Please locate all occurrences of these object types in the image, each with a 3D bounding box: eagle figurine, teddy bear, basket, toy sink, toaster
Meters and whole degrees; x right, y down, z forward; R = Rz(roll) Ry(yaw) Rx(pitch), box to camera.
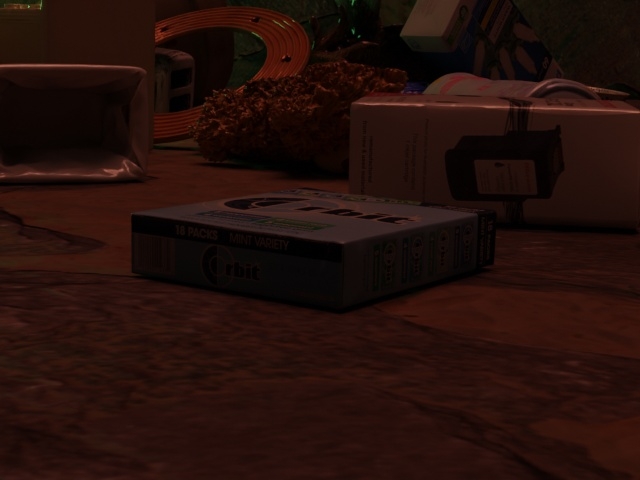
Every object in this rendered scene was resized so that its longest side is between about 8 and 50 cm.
[{"bbox_3d":[0.096,-0.247,1.846,0.298,0.226,0.225,2,-33,-44],"label":"eagle figurine"},{"bbox_3d":[-0.025,-0.128,1.461,0.245,0.113,0.338,3,-1,-42],"label":"teddy bear"},{"bbox_3d":[-0.264,-0.117,1.252,0.167,0.113,0.103,-2,8,-26],"label":"basket"},{"bbox_3d":[-0.298,-0.224,1.526,0.152,0.234,0.131,-8,14,-43],"label":"toy sink"},{"bbox_3d":[-0.280,-0.232,1.912,0.146,0.129,0.227,6,10,10],"label":"toaster"}]

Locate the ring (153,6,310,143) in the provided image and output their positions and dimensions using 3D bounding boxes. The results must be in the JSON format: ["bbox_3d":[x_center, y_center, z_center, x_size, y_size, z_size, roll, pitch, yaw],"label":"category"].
[{"bbox_3d":[-0.175,-0.224,1.730,0.336,0.032,0.337,-10,36,7],"label":"ring"}]

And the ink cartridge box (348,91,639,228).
[{"bbox_3d":[0.150,-0.073,1.096,0.237,0.100,0.172,3,10,7],"label":"ink cartridge box"}]

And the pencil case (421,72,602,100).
[{"bbox_3d":[0.200,-0.121,1.359,0.124,0.114,0.273,-8,11,-19],"label":"pencil case"}]

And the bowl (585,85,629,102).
[{"bbox_3d":[0.390,-0.201,1.975,0.170,0.080,0.170,6,10,-1],"label":"bowl"}]

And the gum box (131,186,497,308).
[{"bbox_3d":[0.000,0.000,0.802,0.157,0.041,0.184,8,12,33],"label":"gum box"}]

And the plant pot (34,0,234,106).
[{"bbox_3d":[-0.360,-0.354,2.223,0.280,0.323,0.323,-26,24,-36],"label":"plant pot"}]

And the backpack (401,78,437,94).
[{"bbox_3d":[0.138,-0.161,1.647,0.120,0.098,0.101,2,13,-5],"label":"backpack"}]

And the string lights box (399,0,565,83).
[{"bbox_3d":[0.226,-0.253,1.733,0.076,0.133,0.259,10,-24,44],"label":"string lights box"}]
